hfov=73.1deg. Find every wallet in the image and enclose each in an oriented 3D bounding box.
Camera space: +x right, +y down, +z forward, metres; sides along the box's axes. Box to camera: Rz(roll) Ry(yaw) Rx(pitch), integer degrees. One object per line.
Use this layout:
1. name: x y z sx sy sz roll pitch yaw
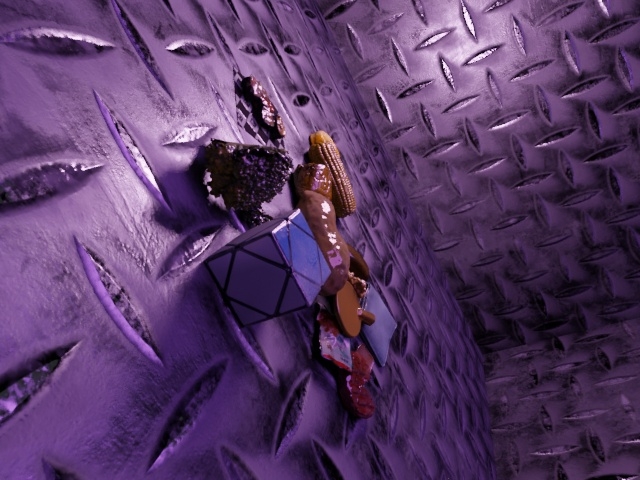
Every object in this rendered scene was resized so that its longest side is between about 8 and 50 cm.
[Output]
1. wallet: 0.233 0.344 1.806 0.251 0.054 0.290 58 27 -18

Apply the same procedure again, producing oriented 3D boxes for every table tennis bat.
1. table tennis bat: 0.122 0.252 1.531 0.321 0.050 0.198 37 43 -56

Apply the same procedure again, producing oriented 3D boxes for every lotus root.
1. lotus root: 0.106 0.095 1.661 0.241 0.124 0.122 45 22 -43

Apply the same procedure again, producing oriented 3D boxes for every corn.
1. corn: 0.057 -0.264 1.870 0.344 0.131 0.131 66 23 -7

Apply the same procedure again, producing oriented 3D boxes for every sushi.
1. sushi: -0.197 -0.466 1.585 0.294 0.059 0.291 31 43 -55

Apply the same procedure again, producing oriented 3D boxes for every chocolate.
1. chocolate: 0.157 0.433 1.593 0.100 0.031 0.064 57 43 -14

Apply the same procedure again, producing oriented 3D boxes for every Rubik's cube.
1. Rubik's cube: -0.123 0.066 1.093 0.204 0.208 0.205 64 25 -11

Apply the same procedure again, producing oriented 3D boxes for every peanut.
1. peanut: 0.000 0.000 1.453 0.192 0.170 0.386 14 55 -44

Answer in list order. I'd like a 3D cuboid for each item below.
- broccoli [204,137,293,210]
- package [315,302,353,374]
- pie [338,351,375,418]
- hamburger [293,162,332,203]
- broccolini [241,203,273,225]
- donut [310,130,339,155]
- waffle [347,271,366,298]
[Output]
1. broccoli: -0.212 -0.177 1.181 0.243 0.273 0.180 -8 110 -54
2. package: 0.047 0.309 1.410 0.166 0.040 0.231 39 26 -31
3. pie: 0.121 0.482 1.449 0.204 0.054 0.218 49 32 -38
4. hamburger: -0.019 -0.204 1.656 0.183 0.130 0.205 24 50 -55
5. broccolini: -0.163 -0.067 1.302 0.203 0.068 0.091 33 21 -54
6. donut: 0.026 -0.422 2.004 0.174 0.075 0.190 -13 81 -66
7. waffle: 0.083 0.171 1.601 0.192 0.160 0.046 24 44 -17
